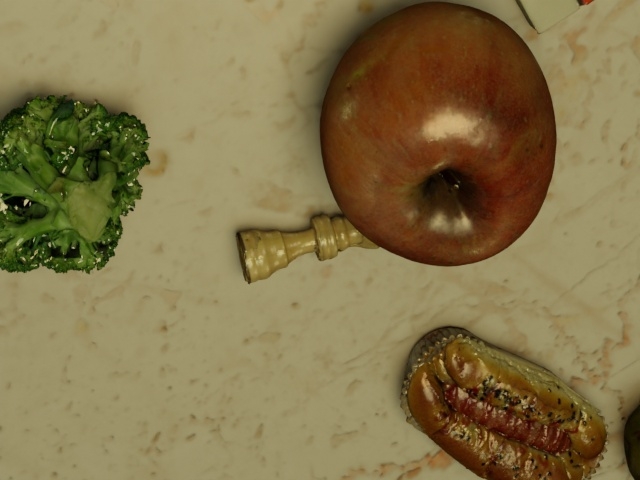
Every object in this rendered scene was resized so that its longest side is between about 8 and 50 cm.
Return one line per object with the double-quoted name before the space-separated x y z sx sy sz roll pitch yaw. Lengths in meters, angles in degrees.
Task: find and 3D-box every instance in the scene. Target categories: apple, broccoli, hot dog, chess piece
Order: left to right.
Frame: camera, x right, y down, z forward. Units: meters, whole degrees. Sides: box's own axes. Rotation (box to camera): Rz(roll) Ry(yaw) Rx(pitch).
"broccoli" -0.252 -0.050 1.497 0.195 0.156 0.195 -14 111 -41
"chess piece" 0.000 -0.001 1.611 0.172 0.060 0.060 -13 113 -8
"apple" 0.116 -0.106 1.511 0.254 0.253 0.253 -4 112 -9
"hot dog" 0.202 0.196 1.714 0.268 0.075 0.144 30 101 -22

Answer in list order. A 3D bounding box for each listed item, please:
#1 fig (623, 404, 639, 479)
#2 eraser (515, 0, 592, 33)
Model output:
"fig" 0.412 0.247 1.769 0.133 0.185 0.126 23 76 19
"eraser" 0.275 -0.332 1.539 0.230 0.038 0.157 -32 113 3
